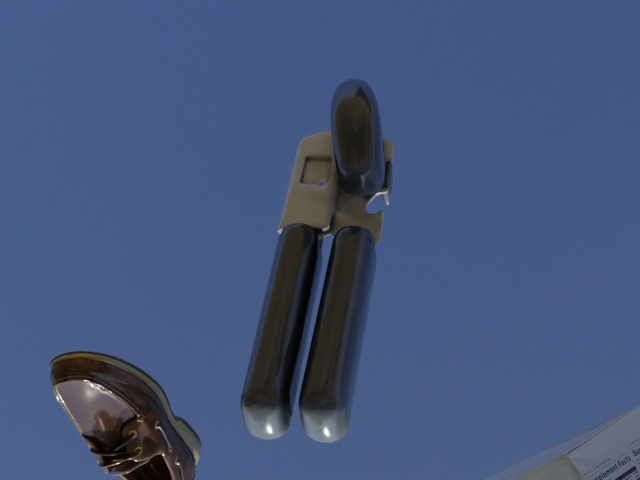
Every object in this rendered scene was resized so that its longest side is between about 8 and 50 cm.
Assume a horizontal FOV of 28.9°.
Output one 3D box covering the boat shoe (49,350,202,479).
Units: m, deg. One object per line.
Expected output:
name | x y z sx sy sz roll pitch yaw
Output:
boat shoe | -0.144 0.145 0.934 0.064 0.178 0.060 -15 -132 18

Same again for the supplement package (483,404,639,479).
supplement package | 0.178 0.255 0.875 0.194 0.149 0.203 -35 -104 35

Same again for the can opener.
can opener | 0.000 0.000 0.843 0.076 0.095 0.283 2 -136 10
